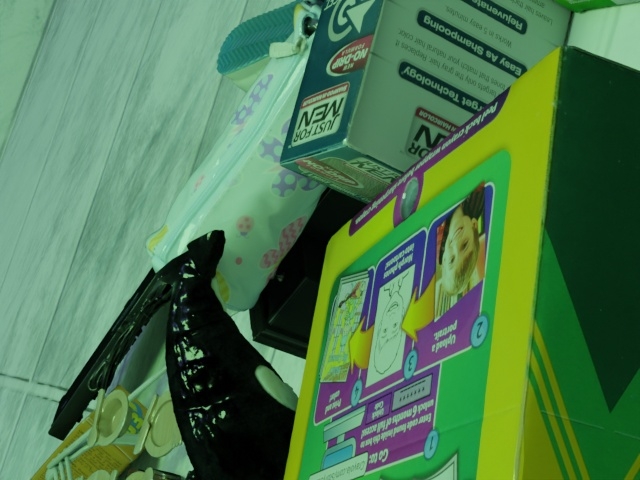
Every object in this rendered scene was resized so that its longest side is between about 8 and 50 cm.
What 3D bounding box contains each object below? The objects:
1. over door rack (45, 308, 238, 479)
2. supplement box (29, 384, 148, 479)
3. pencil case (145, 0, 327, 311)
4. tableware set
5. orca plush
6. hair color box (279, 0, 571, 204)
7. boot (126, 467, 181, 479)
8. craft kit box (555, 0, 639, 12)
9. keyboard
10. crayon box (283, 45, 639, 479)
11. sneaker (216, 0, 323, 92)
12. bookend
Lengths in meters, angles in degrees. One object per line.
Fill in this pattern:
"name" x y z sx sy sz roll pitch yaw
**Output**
"over door rack" -0.133 0.222 1.177 0.324 0.108 0.239 -49 37 21
"supplement box" -0.277 0.267 1.442 0.233 0.080 0.078 -50 0 37
"pencil case" -0.040 -0.071 1.076 0.273 0.113 0.124 -57 -14 11
"tableware set" -0.179 0.202 1.138 0.169 0.020 0.141 -13 58 49
"orca plush" -0.058 0.131 0.964 0.151 0.102 0.287 -13 83 13
"hair color box" 0.102 -0.193 0.984 0.105 0.174 0.347 -11 60 58
"boot" -0.187 0.300 1.317 0.106 0.037 0.114 -21 54 58
"craft kit box" 0.275 -0.293 0.871 0.247 0.061 0.250 6 75 66
"keyboard" -0.220 0.100 1.459 0.317 0.033 0.201 -56 10 5
"crayon box" 0.089 0.098 0.804 0.363 0.106 0.313 140 143 -62
"sneaker" 0.003 -0.198 1.291 0.229 0.092 0.087 -6 60 40
"bookend" 0.000 0.000 1.147 0.156 0.072 0.157 -50 31 31
